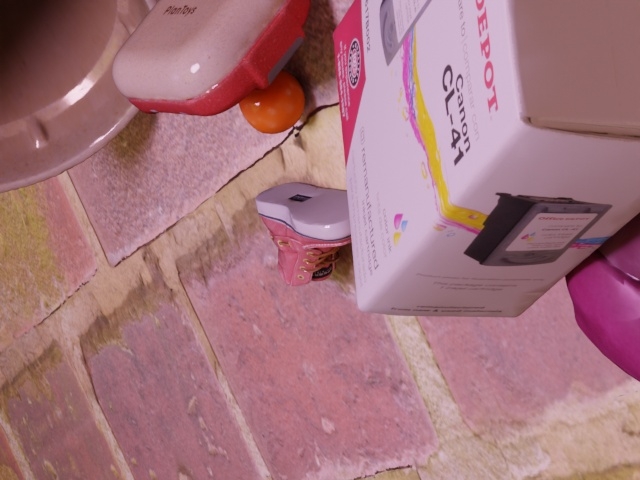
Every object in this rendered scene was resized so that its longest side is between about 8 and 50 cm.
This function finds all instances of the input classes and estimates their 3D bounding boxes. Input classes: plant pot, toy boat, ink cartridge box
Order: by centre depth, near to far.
[{"bbox_3d":[0.116,-0.103,1.177,0.306,0.131,0.226,125,144,-63],"label":"ink cartridge box"},{"bbox_3d":[-0.075,-0.152,1.620,0.151,0.151,0.231,44,164,-26],"label":"toy boat"},{"bbox_3d":[-0.365,-0.267,1.891,0.334,0.334,0.305,97,152,-48],"label":"plant pot"}]

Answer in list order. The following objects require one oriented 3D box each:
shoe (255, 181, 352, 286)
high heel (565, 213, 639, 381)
[{"bbox_3d":[0.000,0.000,1.667,0.178,0.063,0.081,19,130,64],"label":"shoe"},{"bbox_3d":[0.282,0.106,1.140,0.181,0.127,0.377,99,150,-48],"label":"high heel"}]
